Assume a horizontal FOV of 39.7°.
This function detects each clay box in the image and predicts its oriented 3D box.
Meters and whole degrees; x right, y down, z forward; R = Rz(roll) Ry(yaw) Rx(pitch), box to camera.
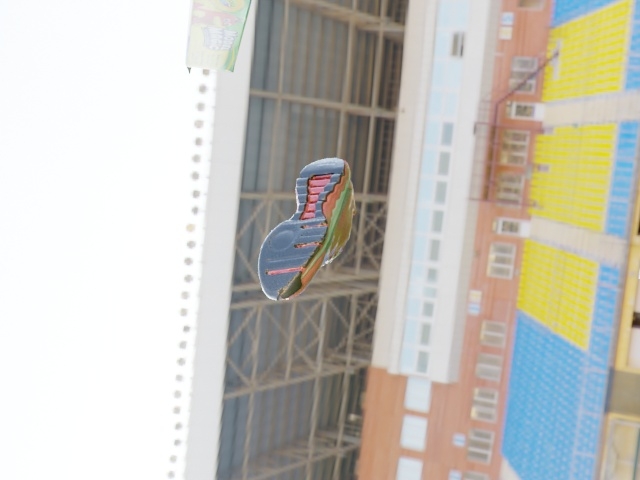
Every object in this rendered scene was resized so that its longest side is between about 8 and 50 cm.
[{"bbox_3d":[-0.088,-0.240,0.790,0.222,0.053,0.127,135,140,-76],"label":"clay box"}]

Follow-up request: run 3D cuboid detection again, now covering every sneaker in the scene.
[{"bbox_3d":[0.001,0.000,1.528,0.136,0.116,0.313,62,-141,-37],"label":"sneaker"}]

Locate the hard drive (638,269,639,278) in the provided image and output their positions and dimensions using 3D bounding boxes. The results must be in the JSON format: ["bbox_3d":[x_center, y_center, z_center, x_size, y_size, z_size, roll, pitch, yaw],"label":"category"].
[{"bbox_3d":[0.645,0.080,1.179,0.233,0.353,0.047,-40,28,64],"label":"hard drive"}]
